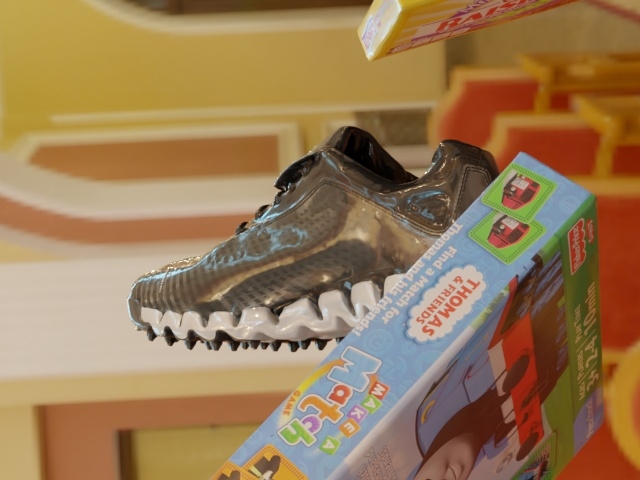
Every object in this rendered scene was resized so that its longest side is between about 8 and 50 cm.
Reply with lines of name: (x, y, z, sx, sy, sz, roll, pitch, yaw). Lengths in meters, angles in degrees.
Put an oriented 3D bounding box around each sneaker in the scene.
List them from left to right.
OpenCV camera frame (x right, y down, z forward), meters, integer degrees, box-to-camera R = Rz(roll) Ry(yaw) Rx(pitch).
sneaker: (0.000, 0.000, 0.775, 0.078, 0.234, 0.106, 8, -102, -52)

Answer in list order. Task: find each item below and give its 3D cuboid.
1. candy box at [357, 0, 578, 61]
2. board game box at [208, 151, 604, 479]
candy box: (0.127, -0.149, 0.871, 0.105, 0.205, 0.027, 121, 131, -77)
board game box: (0.023, 0.092, 0.561, 0.039, 0.211, 0.160, 34, 158, 29)
